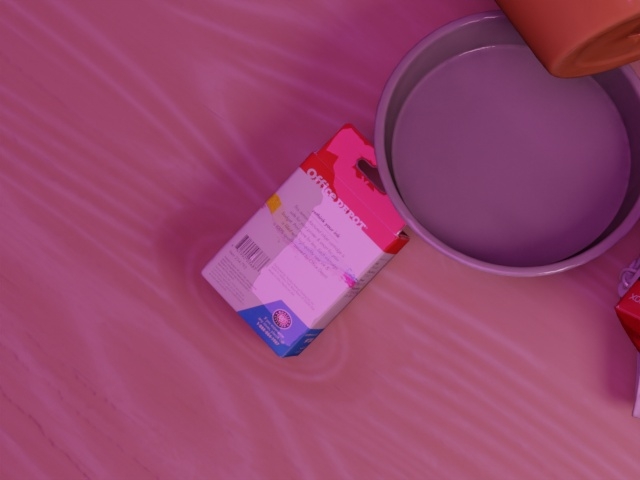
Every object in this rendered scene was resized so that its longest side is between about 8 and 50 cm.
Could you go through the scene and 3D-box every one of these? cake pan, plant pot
[{"bbox_3d":[0.200,-0.096,1.525,0.293,0.054,0.293,0,72,0],"label":"cake pan"},{"bbox_3d":[0.276,-0.289,1.436,0.290,0.291,0.204,-22,79,12],"label":"plant pot"}]

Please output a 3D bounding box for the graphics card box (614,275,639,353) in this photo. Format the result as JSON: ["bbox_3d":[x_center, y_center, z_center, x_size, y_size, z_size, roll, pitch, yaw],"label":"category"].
[{"bbox_3d":[0.474,-0.009,1.358,0.371,0.094,0.233,-47,36,-10],"label":"graphics card box"}]

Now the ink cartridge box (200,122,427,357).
[{"bbox_3d":[0.000,0.000,1.598,0.231,0.078,0.134,-46,78,7],"label":"ink cartridge box"}]

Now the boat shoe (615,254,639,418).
[{"bbox_3d":[0.342,0.056,1.502,0.084,0.095,0.258,-4,85,9],"label":"boat shoe"}]
